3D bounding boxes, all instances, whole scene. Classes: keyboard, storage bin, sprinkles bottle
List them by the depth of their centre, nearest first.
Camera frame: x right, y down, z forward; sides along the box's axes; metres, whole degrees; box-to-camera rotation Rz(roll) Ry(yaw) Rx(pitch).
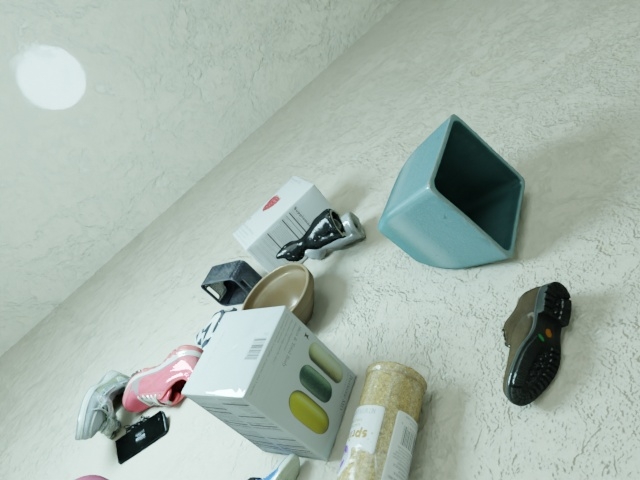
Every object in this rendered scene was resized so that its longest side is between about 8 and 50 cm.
[{"bbox_3d":[0.091,0.387,0.823,0.121,0.121,0.356,-15,38,39],"label":"sprinkles bottle"},{"bbox_3d":[-0.511,0.559,1.409,0.192,0.038,0.100,-34,53,10],"label":"keyboard"},{"bbox_3d":[-0.289,0.142,1.601,0.180,0.122,0.084,-13,40,40],"label":"storage bin"}]

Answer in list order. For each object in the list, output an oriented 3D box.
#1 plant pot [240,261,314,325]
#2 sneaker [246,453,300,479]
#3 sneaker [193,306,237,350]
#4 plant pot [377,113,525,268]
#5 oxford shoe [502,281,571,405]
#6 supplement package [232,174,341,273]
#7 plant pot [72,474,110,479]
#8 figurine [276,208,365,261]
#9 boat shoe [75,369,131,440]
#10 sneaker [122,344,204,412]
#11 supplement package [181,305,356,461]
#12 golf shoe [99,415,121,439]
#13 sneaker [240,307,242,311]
[{"bbox_3d":[-0.097,0.183,1.332,0.237,0.110,0.237,-30,30,20],"label":"plant pot"},{"bbox_3d":[-0.110,0.489,0.986,0.084,0.058,0.152,16,68,47],"label":"sneaker"},{"bbox_3d":[-0.281,0.271,1.445,0.153,0.094,0.235,-60,23,-15],"label":"sneaker"},{"bbox_3d":[0.277,-0.079,1.125,0.252,0.247,0.248,-34,25,51],"label":"plant pot"},{"bbox_3d":[0.359,0.181,0.845,0.227,0.082,0.096,-57,13,-26],"label":"oxford shoe"},{"bbox_3d":[-0.107,-0.042,1.578,0.293,0.175,0.177,-44,28,-6],"label":"supplement package"},{"bbox_3d":[-0.503,0.663,1.102,0.180,0.201,0.201,6,52,32],"label":"plant pot"},{"bbox_3d":[0.000,0.000,1.412,0.209,0.214,0.093,-32,75,24],"label":"figurine"},{"bbox_3d":[-0.645,0.495,1.479,0.320,0.102,0.118,-113,33,-82],"label":"boat shoe"},{"bbox_3d":[-0.473,0.436,1.434,0.313,0.116,0.136,-37,36,13],"label":"sneaker"},{"bbox_3d":[-0.098,0.298,1.018,0.197,0.263,0.199,-12,40,40],"label":"supplement package"},{"bbox_3d":[-0.701,0.570,1.552,0.176,0.086,0.069,-5,47,49],"label":"golf shoe"},{"bbox_3d":[-0.211,0.210,1.519,0.083,0.031,0.035,-42,42,7],"label":"sneaker"}]
